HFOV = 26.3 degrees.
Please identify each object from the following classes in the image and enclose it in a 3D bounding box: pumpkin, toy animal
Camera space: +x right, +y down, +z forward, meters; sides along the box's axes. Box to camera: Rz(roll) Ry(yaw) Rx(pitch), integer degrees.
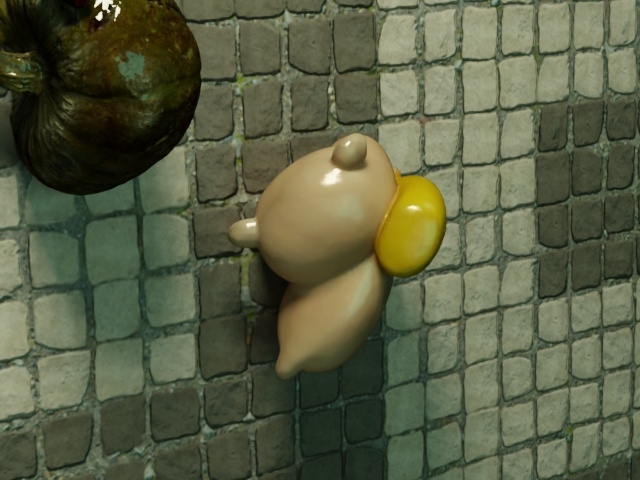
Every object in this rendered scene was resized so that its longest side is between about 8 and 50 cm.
[{"bbox_3d":[-0.274,-0.210,1.646,0.242,0.232,0.325,-16,104,-31],"label":"pumpkin"},{"bbox_3d":[-0.004,-0.008,1.908,0.247,0.277,0.345,29,113,-20],"label":"toy animal"}]

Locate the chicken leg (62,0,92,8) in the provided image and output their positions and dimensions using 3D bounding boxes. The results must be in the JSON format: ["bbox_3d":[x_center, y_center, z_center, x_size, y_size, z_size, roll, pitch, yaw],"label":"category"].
[{"bbox_3d":[-0.452,-0.328,1.522,0.407,0.158,0.096,15,61,-16],"label":"chicken leg"}]
